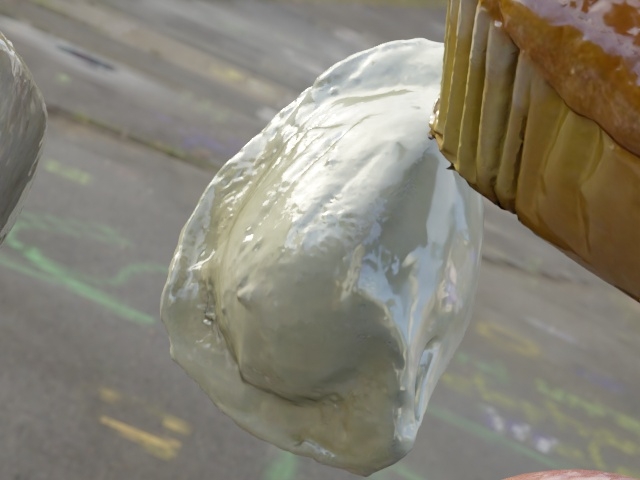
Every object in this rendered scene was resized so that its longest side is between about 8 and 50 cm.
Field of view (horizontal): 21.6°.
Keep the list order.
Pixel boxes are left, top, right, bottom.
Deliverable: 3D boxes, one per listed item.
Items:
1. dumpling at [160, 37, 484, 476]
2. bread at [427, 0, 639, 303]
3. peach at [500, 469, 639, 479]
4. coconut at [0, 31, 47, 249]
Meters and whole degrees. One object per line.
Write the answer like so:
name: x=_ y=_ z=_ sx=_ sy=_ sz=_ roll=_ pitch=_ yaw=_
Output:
dumpling: x=0.000 y=0.000 z=0.937 sx=0.179 sy=0.252 sz=0.131 roll=3 pitch=-14 yaw=33
bread: x=0.188 y=-0.071 z=0.740 sx=0.204 sy=0.156 sz=0.288 roll=-26 pitch=51 yaw=-27
peach: x=0.142 y=0.319 z=1.000 sx=0.372 sy=0.373 sz=0.290 roll=29 pitch=10 yaw=22
coconut: x=-0.249 y=-0.016 z=0.577 sx=0.328 sy=0.329 sz=0.329 roll=22 pitch=13 yaw=-6
